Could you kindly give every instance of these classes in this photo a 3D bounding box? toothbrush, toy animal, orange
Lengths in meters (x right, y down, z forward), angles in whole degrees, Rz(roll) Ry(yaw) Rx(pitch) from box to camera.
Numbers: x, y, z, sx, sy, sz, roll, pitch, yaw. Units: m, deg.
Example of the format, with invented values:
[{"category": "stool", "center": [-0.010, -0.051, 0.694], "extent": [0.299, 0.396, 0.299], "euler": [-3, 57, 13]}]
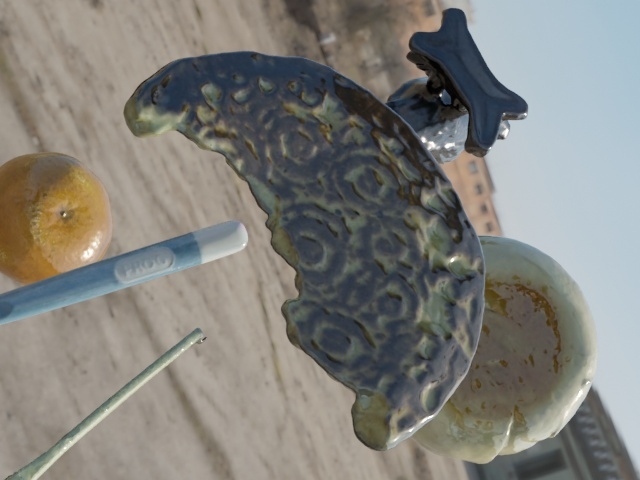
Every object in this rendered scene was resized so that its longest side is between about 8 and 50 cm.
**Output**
[{"category": "toothbrush", "center": [-0.160, 0.124, 0.655], "extent": [0.028, 0.026, 0.294], "euler": [54, 43, 3]}, {"category": "toy animal", "center": [0.097, -0.098, 1.018], "extent": [0.121, 0.117, 0.210], "euler": [51, -14, 9]}, {"category": "toothbrush", "center": [-0.168, 0.036, 0.600], "extent": [0.025, 0.276, 0.019], "euler": [176, -103, -76]}, {"category": "orange", "center": [-0.318, -0.023, 1.306], "extent": [0.136, 0.159, 0.159], "euler": [-7, -74, 56]}]

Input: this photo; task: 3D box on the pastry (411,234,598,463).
[{"category": "pastry", "center": [0.111, 0.074, 0.784], "extent": [0.092, 0.156, 0.156], "euler": [163, -92, -80]}]

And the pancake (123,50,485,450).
[{"category": "pancake", "center": [0.000, 0.000, 0.510], "extent": [0.020, 0.184, 0.190], "euler": [-37, -127, 49]}]
